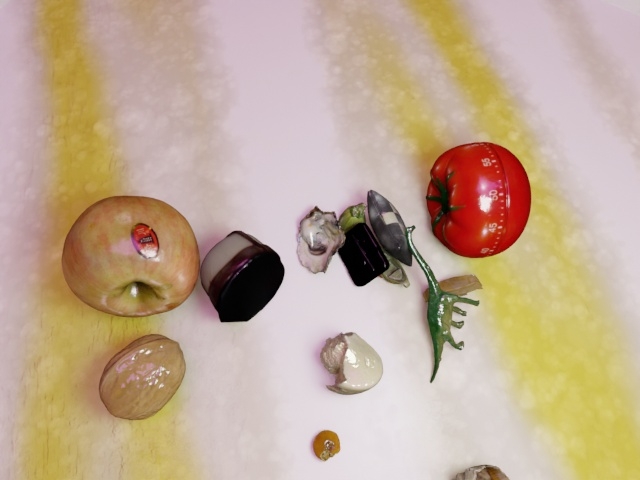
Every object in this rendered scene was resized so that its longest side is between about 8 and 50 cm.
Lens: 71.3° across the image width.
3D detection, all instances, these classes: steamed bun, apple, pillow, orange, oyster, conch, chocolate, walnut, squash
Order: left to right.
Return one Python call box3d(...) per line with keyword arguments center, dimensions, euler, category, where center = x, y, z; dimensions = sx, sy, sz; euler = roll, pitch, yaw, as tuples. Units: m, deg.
box3d(center=(-0.577, 0.043, 1.379), dimensions=(0.391, 0.391, 0.347), euler=(-16, 50, -8), category="apple")
box3d(center=(-0.519, 0.399, 1.319), dimensions=(0.225, 0.225, 0.261), euler=(43, 74, 15), category="walnut")
box3d(center=(-0.267, 0.106, 1.433), dimensions=(0.186, 0.284, 0.283), euler=(32, 70, 28), category="chocolate")
box3d(center=(0.000, 0.000, 1.544), dimensions=(0.214, 0.083, 0.223), euler=(26, 94, 46), category="oyster")
box3d(center=(0.018, 0.604, 1.319), dimensions=(0.086, 0.062, 0.086), euler=(0, 64, -1), category="orange")
box3d(center=(0.078, 0.370, 1.328), dimensions=(0.170, 0.225, 0.200), euler=(-42, 76, -16), category="steamed bun")
box3d(center=(0.118, -0.091, 1.571), dimensions=(0.105, 0.132, 0.105), euler=(1, 67, -2), category="squash")
box3d(center=(0.236, -0.037, 1.510), dimensions=(0.106, 0.186, 0.250), euler=(-28, 58, 12), category="pillow")
box3d(center=(0.424, 0.741, 1.226), dimensions=(0.291, 0.159, 0.210), euler=(18, 51, -35), category="conch")

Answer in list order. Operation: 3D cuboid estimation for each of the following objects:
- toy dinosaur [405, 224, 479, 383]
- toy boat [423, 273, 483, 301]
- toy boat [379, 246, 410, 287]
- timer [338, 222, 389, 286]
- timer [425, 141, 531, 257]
box3d(center=(0.336, 0.206, 1.408), dimensions=(0.300, 0.087, 0.447), euler=(22, 84, -10), category="toy dinosaur")
box3d(center=(0.448, 0.168, 1.503), dimensions=(0.206, 0.072, 0.064), euler=(-11, 42, -6), category="toy boat")
box3d(center=(0.237, 0.094, 1.530), dimensions=(0.089, 0.071, 0.185), euler=(-35, 73, -15), category="toy boat")
box3d(center=(0.135, 0.049, 1.518), dimensions=(0.144, 0.055, 0.187), euler=(-40, 66, 30), category="timer")
box3d(center=(0.514, -0.131, 1.464), dimensions=(0.279, 0.378, 0.378), euler=(-3, 67, -4), category="timer")
